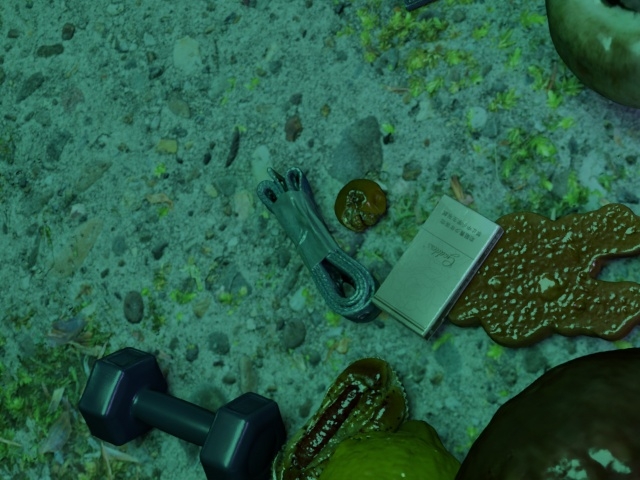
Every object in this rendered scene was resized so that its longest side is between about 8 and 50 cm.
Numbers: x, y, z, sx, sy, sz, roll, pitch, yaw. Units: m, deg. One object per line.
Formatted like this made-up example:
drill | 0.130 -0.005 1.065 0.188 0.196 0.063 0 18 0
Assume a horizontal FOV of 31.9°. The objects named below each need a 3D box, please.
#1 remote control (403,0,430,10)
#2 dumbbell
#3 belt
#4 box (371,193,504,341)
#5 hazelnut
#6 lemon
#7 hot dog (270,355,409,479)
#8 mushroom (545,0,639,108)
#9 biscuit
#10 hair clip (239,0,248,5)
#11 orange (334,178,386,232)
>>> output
remote control | 0.207 -0.422 1.838 0.152 0.027 0.043 -17 72 21
dumbbell | -0.214 0.275 1.724 0.316 0.156 0.143 16 50 28
belt | 0.000 0.000 1.762 0.087 0.072 0.302 -40 63 12
box | 0.170 0.038 1.645 0.109 0.029 0.198 34 89 34
hazelnut | 0.364 0.331 1.311 0.353 0.421 0.421 -35 53 55
lemon | 0.097 0.391 1.480 0.245 0.245 0.320 2 67 26
hot dog | 0.030 0.285 1.648 0.252 0.069 0.131 -48 61 4
mushroom | 0.478 -0.344 1.543 0.352 0.260 0.352 -15 64 32
biscuit | 0.310 0.053 1.606 0.334 0.047 0.202 -7 69 27
hair clip | -0.106 -0.529 2.016 0.072 0.034 0.226 28 85 31
orange | 0.059 -0.059 1.759 0.086 0.062 0.086 -10 66 22
